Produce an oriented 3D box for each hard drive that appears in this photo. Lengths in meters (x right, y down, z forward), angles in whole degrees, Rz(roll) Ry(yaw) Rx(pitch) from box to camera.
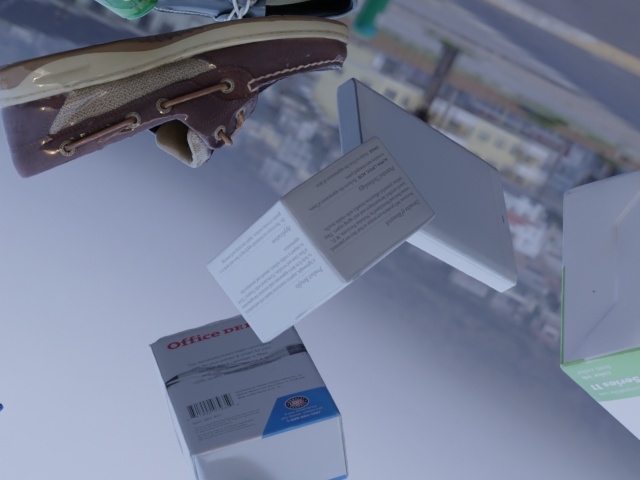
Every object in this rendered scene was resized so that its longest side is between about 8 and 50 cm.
[{"bbox_3d":[0.146,-0.072,1.954,0.307,0.040,0.203,28,-136,-39],"label":"hard drive"}]

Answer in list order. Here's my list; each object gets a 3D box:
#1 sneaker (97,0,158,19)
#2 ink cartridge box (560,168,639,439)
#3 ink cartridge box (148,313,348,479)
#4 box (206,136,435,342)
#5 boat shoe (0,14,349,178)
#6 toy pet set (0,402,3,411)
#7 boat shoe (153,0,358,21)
[{"bbox_3d":[-0.228,-0.305,1.476,0.123,0.109,0.295,57,-173,-34],"label":"sneaker"},{"bbox_3d":[0.371,0.107,1.420,0.119,0.207,0.353,-18,138,33],"label":"ink cartridge box"},{"bbox_3d":[-0.112,0.251,2.175,0.223,0.129,0.307,-15,-148,-10],"label":"ink cartridge box"},{"bbox_3d":[0.000,0.000,1.649,0.182,0.181,0.119,-35,-92,-42],"label":"box"},{"bbox_3d":[-0.124,-0.127,1.315,0.342,0.123,0.123,-14,-174,-28],"label":"boat shoe"},{"bbox_3d":[-0.508,0.259,1.967,0.114,0.122,0.065,25,-143,-4],"label":"toy pet set"},{"bbox_3d":[-0.096,-0.348,2.003,0.319,0.116,0.099,-8,-121,-21],"label":"boat shoe"}]
